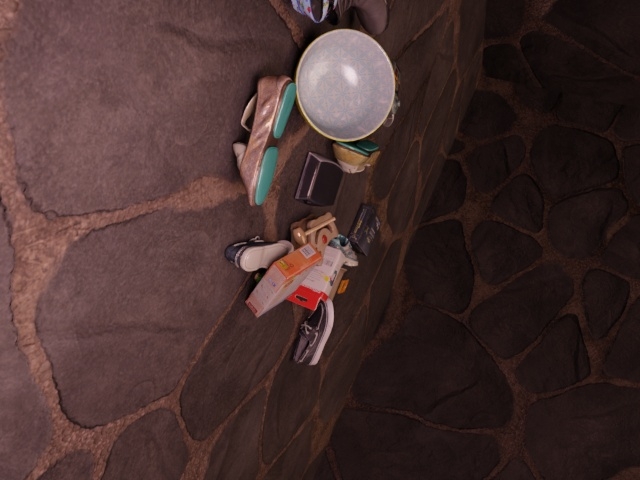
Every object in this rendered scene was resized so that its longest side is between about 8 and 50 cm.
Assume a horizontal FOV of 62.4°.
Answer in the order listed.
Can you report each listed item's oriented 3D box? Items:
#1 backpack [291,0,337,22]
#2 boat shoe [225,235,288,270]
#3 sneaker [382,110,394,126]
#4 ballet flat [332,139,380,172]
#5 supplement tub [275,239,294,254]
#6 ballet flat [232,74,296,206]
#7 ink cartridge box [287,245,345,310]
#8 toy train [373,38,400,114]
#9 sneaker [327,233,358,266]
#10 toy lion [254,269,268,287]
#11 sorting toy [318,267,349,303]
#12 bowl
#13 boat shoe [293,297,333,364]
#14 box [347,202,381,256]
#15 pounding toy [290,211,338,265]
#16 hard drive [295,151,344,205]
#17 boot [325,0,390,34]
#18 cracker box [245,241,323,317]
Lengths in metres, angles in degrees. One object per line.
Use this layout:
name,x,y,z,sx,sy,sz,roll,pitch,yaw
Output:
backpack,-0.022,-0.611,1.236,0.158,0.117,0.173,-57,155,-33
boat shoe,-0.175,0.041,1.488,0.255,0.079,0.095,-10,120,-64
sneaker,0.286,-0.543,2.177,0.061,0.054,0.152,-51,151,-49
ballet flat,0.124,-0.299,1.907,0.349,0.123,0.123,-24,130,-65
supplement tub,-0.115,0.057,1.666,0.071,0.071,0.107,-55,154,-36
ballet flat,-0.147,-0.242,1.265,0.107,0.106,0.315,-6,115,-75
ink cartridge box,-0.021,0.128,1.877,0.230,0.134,0.078,-66,160,-11
toy train,0.192,-0.557,1.827,0.334,0.142,0.190,12,85,-68
sneaker,0.094,0.039,2.134,0.283,0.110,0.122,1,104,-69
toy lion,-0.170,0.124,1.649,0.100,0.034,0.096,-46,156,-48
sorting toy,0.026,0.190,2.183,0.195,0.047,0.348,-64,157,1
bowl,0.045,-0.424,1.474,0.156,0.290,0.289,29,-78,67
boat shoe,-0.035,0.363,2.102,0.102,0.108,0.301,7,113,-30
box,0.201,-0.044,2.397,0.183,0.059,0.232,-66,159,-10
pounding toy,0.000,0.000,1.731,0.269,0.155,0.154,-33,114,-59
hard drive,0.005,-0.195,1.768,0.255,0.054,0.171,5,103,-69
boot,0.081,-0.674,1.484,0.222,0.118,0.338,-59,146,-21
cracker box,-0.110,0.117,1.553,0.156,0.067,0.232,-30,164,-44
